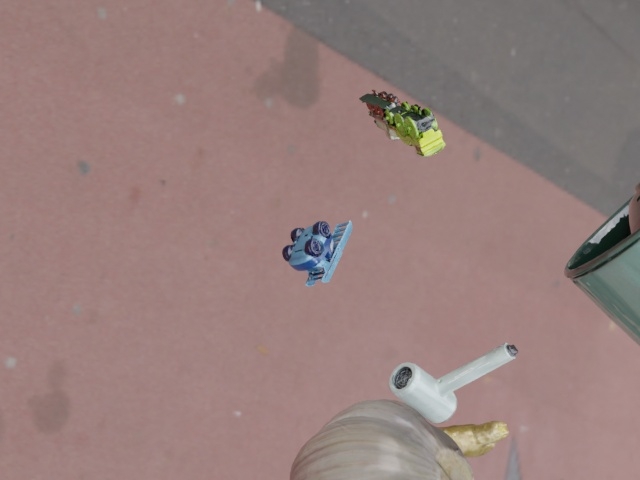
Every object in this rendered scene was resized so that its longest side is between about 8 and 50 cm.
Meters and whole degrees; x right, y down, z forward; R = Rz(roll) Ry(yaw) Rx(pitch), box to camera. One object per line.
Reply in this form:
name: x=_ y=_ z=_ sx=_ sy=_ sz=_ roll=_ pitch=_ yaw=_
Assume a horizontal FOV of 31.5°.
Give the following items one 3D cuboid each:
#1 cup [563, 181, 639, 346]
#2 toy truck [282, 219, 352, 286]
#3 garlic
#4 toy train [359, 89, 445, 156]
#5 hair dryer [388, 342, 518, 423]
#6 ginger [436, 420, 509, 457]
cup: x=0.530 y=0.032 z=1.230 sx=0.401 sy=0.392 sz=0.310 roll=-42 pitch=178 yaw=6
toy truck: x=0.000 y=0.000 z=1.675 sx=0.074 sy=0.063 sz=0.136 roll=52 pitch=43 yaw=-27
garlic: x=0.076 y=0.370 z=1.563 sx=0.317 sy=0.259 sz=0.317 roll=37 pitch=40 yaw=-40
toy train: x=0.136 y=-0.203 z=1.934 sx=0.053 sy=0.250 sz=0.085 roll=-25 pitch=113 yaw=-10
hair dryer: x=0.253 y=0.246 z=2.070 sx=0.131 sy=0.236 sz=0.073 roll=39 pitch=34 yaw=-36
ginger: x=0.221 y=0.397 z=2.213 sx=0.299 sy=0.118 sz=0.065 roll=-4 pitch=59 yaw=-20
